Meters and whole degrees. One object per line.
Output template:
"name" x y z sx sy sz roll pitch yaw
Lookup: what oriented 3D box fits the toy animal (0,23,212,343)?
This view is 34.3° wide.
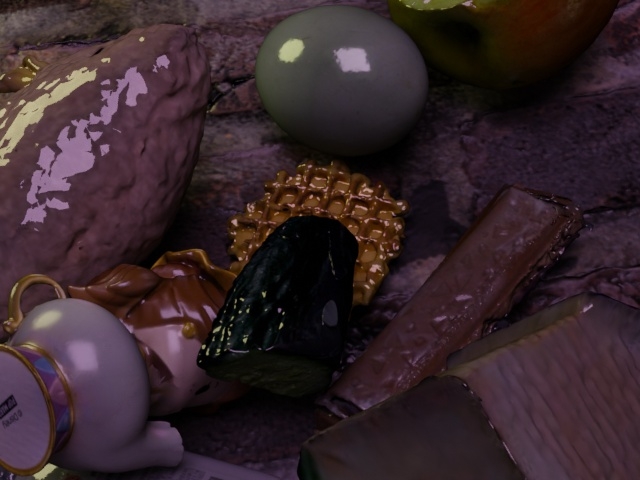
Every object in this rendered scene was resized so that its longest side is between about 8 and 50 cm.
"toy animal" -0.240 -0.048 0.977 0.358 0.188 0.226 -52 33 -11

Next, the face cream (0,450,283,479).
"face cream" -0.175 0.226 0.856 0.291 0.071 0.144 12 49 12

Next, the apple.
"apple" 0.180 -0.278 1.053 0.246 0.246 0.226 32 73 24

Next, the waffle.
"waffle" -0.005 0.000 1.010 0.191 0.038 0.191 -3 56 4

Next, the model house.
"model house" 0.191 0.204 0.762 0.284 0.243 0.298 -23 81 -39

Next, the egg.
"egg" 0.019 -0.161 1.046 0.192 0.149 0.149 18 59 36

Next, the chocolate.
"chocolate" 0.116 0.059 0.929 0.102 0.065 0.329 18 55 44

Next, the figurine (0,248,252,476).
"figurine" -0.153 0.096 0.857 0.263 0.142 0.189 -20 82 -52

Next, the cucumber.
"cucumber" -0.014 0.057 0.864 0.086 0.115 0.193 -33 23 34
